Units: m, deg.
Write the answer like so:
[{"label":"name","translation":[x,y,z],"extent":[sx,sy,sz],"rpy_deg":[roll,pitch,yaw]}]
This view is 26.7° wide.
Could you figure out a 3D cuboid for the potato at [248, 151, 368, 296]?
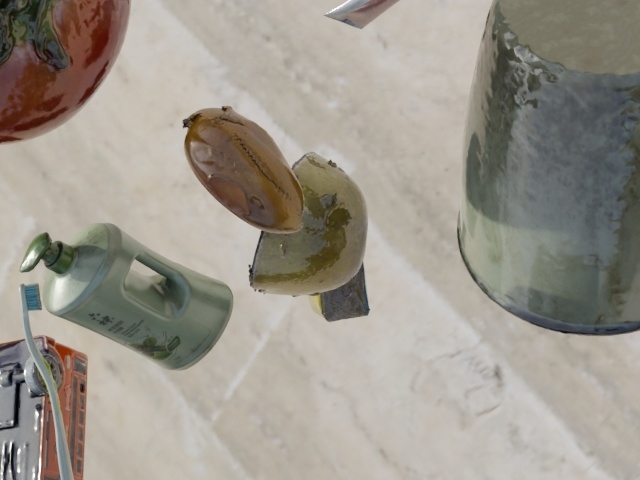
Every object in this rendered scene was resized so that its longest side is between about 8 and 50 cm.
[{"label":"potato","translation":[0.000,0.000,1.686],"extent":[0.117,0.182,0.202],"rpy_deg":[22,117,10]}]

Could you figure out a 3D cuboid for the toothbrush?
[{"label":"toothbrush","translation":[-0.312,0.175,1.542],"extent":[0.022,0.026,0.263],"rpy_deg":[-138,40,-73]}]

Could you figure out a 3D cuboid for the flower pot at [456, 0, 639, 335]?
[{"label":"flower pot","translation":[0.278,-0.110,1.373],"extent":[0.293,0.293,0.330],"rpy_deg":[28,149,28]}]

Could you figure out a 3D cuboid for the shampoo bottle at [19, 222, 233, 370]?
[{"label":"shampoo bottle","translation":[-0.211,0.052,1.436],"extent":[0.118,0.234,0.087],"rpy_deg":[-49,41,12]}]

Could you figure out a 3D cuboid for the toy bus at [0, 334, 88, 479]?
[{"label":"toy bus","translation":[-0.417,0.312,1.928],"extent":[0.143,0.153,0.329],"rpy_deg":[-13,67,27]}]

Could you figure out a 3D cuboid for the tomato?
[{"label":"tomato","translation":[-0.361,-0.255,1.358],"extent":[0.321,0.321,0.321],"rpy_deg":[12,111,35]}]

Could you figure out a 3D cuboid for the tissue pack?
[{"label":"tissue pack","translation":[0.022,0.061,2.145],"extent":[0.169,0.082,0.120],"rpy_deg":[-156,60,-82]}]

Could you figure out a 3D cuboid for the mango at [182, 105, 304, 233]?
[{"label":"mango","translation":[-0.059,-0.057,1.062],"extent":[0.063,0.077,0.127],"rpy_deg":[-46,78,14]}]

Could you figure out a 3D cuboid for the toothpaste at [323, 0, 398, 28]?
[{"label":"toothpaste","translation":[0.085,-0.336,1.831],"extent":[0.194,0.067,0.043],"rpy_deg":[-27,56,51]}]
